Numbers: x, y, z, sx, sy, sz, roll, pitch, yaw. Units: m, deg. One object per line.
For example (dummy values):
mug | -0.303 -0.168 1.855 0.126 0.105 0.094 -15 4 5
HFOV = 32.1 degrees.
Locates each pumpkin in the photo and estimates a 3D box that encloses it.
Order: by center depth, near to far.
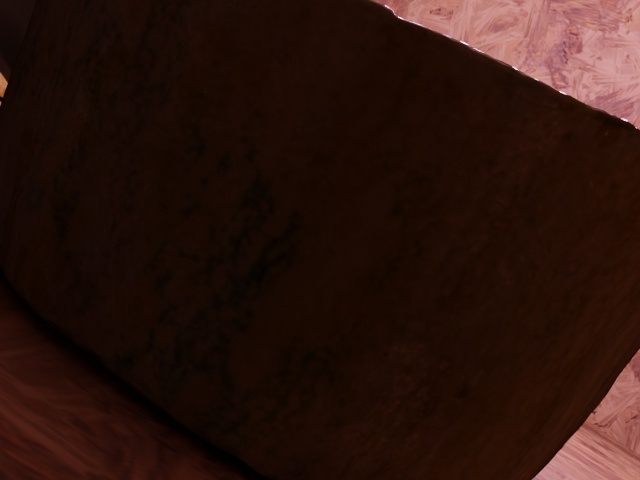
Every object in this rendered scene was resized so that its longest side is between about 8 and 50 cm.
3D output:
pumpkin | 0.000 0.000 0.522 0.332 0.199 0.332 23 2 -1

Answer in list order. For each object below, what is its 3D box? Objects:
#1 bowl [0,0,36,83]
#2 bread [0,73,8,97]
bowl | -0.156 -0.154 0.762 0.289 0.146 0.289 54 -10 15
bread | -0.411 -0.278 1.414 0.264 0.163 0.168 31 1 -26
